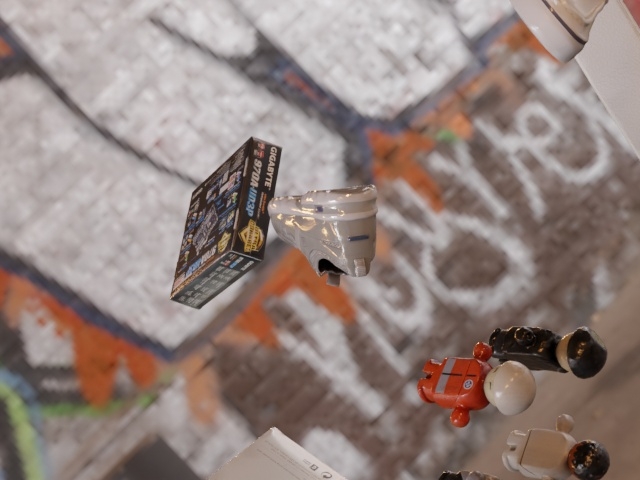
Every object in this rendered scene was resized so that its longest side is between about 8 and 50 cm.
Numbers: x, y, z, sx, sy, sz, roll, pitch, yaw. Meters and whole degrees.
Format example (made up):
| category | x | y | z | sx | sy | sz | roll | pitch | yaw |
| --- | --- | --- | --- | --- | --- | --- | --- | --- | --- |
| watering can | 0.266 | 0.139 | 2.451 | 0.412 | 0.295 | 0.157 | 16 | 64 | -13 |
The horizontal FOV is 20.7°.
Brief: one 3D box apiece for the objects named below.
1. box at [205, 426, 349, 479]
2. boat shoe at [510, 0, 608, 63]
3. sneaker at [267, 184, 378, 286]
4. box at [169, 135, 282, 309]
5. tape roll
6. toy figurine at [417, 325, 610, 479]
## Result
| category | x | y | z | sx | sy | sz | roll | pitch | yaw |
| --- | --- | --- | --- | --- | --- | --- | --- | --- | --- |
| box | -0.060 | 0.384 | 2.410 | 0.182 | 0.181 | 0.119 | -35 | -31 | -44 |
| boat shoe | 0.219 | -0.238 | 1.510 | 0.088 | 0.096 | 0.267 | -37 | 12 | 24 |
| sneaker | 0.000 | 0.000 | 2.109 | 0.105 | 0.115 | 0.281 | -5 | -1 | -10 |
| box | -0.130 | -0.022 | 2.399 | 0.220 | 0.051 | 0.175 | -38 | 38 | 56 |
| tape roll | 0.306 | -0.244 | 1.942 | 0.072 | 0.392 | 0.392 | -32 | 5 | 12 |
| toy figurine | 0.231 | 0.207 | 1.994 | 0.148 | 0.209 | 0.213 | 1 | 13 | 43 |
